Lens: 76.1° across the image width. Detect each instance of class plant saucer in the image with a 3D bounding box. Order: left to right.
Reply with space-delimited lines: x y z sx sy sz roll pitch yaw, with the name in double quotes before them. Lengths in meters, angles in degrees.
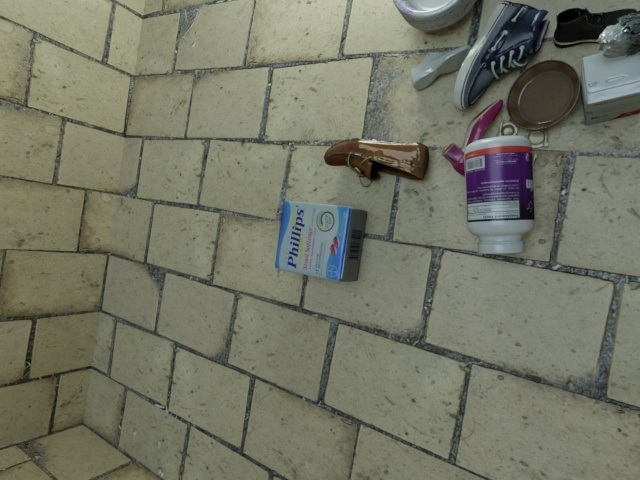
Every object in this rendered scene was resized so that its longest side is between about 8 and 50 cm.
"plant saucer" 0.649 -0.419 1.193 0.199 0.036 0.198 -3 86 47

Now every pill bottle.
"pill bottle" 0.516 -0.126 1.183 0.181 0.181 0.323 -2 91 31

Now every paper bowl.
"paper bowl" 0.386 -0.833 1.335 0.284 0.148 0.284 -3 85 31

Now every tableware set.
"tableware set" 0.596 -0.286 1.246 0.169 0.020 0.141 20 97 31

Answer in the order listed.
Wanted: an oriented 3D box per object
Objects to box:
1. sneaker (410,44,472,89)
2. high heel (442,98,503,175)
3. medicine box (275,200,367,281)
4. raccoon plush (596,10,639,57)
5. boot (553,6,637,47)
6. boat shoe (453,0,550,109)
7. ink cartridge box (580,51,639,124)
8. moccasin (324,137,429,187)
"sneaker" 0.394 -0.599 1.362 0.212 0.080 0.094 -23 64 29
"high heel" 0.506 -0.319 1.285 0.117 0.082 0.244 41 96 -3
"medicine box" 0.000 0.000 1.513 0.289 0.149 0.263 8 91 30
"raccoon plush" 0.824 -0.621 0.855 0.446 0.216 0.299 -9 74 23
"boot" 0.745 -0.596 1.108 0.198 0.137 0.076 -10 82 30
"boat shoe" 0.542 -0.545 1.230 0.158 0.127 0.340 32 102 37
"ink cartridge box" 0.757 -0.400 1.064 0.128 0.176 0.127 -7 83 30
"moccasin" 0.184 -0.269 1.437 0.380 0.139 0.147 11 84 22
